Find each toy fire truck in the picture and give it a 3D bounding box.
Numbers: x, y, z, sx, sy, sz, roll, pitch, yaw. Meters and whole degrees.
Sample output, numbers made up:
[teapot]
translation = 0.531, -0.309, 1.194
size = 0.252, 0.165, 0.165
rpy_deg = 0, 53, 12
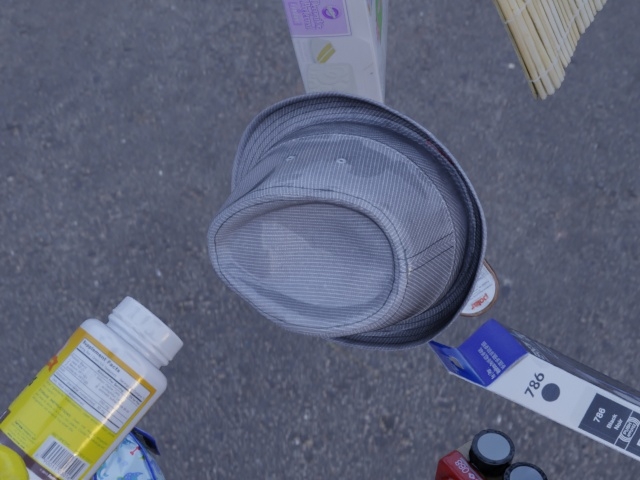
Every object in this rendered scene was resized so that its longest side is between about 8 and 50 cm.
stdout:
[toy fire truck]
translation = 0.185, 0.368, 1.227
size = 0.246, 0.158, 0.217
rpy_deg = -24, 49, -26

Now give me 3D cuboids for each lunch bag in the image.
[lunch bag]
translation = -0.257, 0.298, 1.313
size = 0.096, 0.129, 0.151
rpy_deg = -23, 69, -13

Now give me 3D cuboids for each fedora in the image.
[fedora]
translation = 0.000, 0.000, 0.864
size = 0.275, 0.244, 0.124
rpy_deg = 12, 24, 29

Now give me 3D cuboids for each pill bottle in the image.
[pill bottle]
translation = -0.248, 0.167, 1.074
size = 0.117, 0.117, 0.215
rpy_deg = 34, 75, 23

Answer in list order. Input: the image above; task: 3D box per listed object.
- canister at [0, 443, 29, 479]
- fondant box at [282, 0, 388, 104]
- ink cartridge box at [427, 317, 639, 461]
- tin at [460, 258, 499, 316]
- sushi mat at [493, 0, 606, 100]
[canister]
translation = -0.319, 0.245, 0.799
size = 0.126, 0.170, 0.073
rpy_deg = 13, 20, -37
[fondant box]
translation = 0.027, -0.350, 1.194
size = 0.096, 0.238, 0.330
rpy_deg = -2, 59, 9
[ink cartridge box]
translation = 0.290, 0.176, 1.164
size = 0.332, 0.165, 0.065
rpy_deg = 25, 96, -9
[tin]
translation = 0.234, 0.048, 1.740
size = 0.106, 0.040, 0.190
rpy_deg = -36, 93, 11
[sushi mat]
translation = 0.139, -0.236, 0.637
size = 0.019, 0.316, 0.151
rpy_deg = 21, 74, 36
